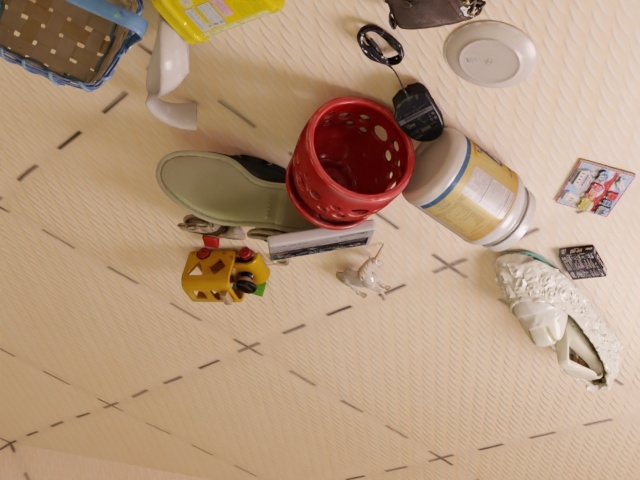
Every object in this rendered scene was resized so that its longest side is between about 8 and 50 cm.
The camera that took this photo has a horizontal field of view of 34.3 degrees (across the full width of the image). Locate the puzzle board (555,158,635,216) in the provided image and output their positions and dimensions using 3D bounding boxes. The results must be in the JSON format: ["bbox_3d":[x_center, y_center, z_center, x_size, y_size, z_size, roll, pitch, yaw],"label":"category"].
[{"bbox_3d":[0.467,-0.087,1.773,0.096,0.011,0.128,15,147,-1],"label":"puzzle board"}]

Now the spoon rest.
[{"bbox_3d":[-0.250,-0.269,1.688,0.084,0.137,0.276,-4,154,-3],"label":"spoon rest"}]

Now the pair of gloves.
[{"bbox_3d":[-0.145,-0.021,2.024,0.240,0.042,0.204,6,177,21],"label":"pair of gloves"}]

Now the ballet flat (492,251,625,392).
[{"bbox_3d":[0.480,0.174,2.048,0.147,0.147,0.409,-18,135,40],"label":"ballet flat"}]

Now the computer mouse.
[{"bbox_3d":[0.127,-0.250,1.644,0.071,0.041,0.242,-23,127,16],"label":"computer mouse"}]

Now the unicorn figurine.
[{"bbox_3d":[0.093,0.076,2.122,0.162,0.060,0.111,-16,137,38],"label":"unicorn figurine"}]

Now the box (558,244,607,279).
[{"bbox_3d":[0.493,0.042,1.949,0.067,0.018,0.083,-9,141,32],"label":"box"}]

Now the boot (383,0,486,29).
[{"bbox_3d":[0.164,-0.384,1.395,0.263,0.091,0.229,-6,147,36],"label":"boot"}]

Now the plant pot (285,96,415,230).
[{"bbox_3d":[0.037,-0.120,1.735,0.191,0.191,0.174,23,152,-13],"label":"plant pot"}]

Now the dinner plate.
[{"bbox_3d":[0.257,-0.275,1.569,0.141,0.017,0.141,12,147,8],"label":"dinner plate"}]

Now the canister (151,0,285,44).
[{"bbox_3d":[-0.151,-0.368,1.539,0.170,0.073,0.126,-12,139,33],"label":"canister"}]

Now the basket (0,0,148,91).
[{"bbox_3d":[-0.392,-0.342,1.527,0.254,0.201,0.289,25,177,-17],"label":"basket"}]

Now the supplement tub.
[{"bbox_3d":[0.250,-0.082,1.743,0.199,0.144,0.144,32,144,-25],"label":"supplement tub"}]

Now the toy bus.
[{"bbox_3d":[-0.194,0.084,2.208,0.191,0.104,0.202,24,147,-15],"label":"toy bus"}]

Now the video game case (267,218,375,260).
[{"bbox_3d":[0.000,0.000,1.880,0.190,0.022,0.173,-10,170,-3],"label":"video game case"}]

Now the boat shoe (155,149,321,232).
[{"bbox_3d":[-0.133,-0.095,1.915,0.340,0.113,0.127,9,103,-7],"label":"boat shoe"}]
